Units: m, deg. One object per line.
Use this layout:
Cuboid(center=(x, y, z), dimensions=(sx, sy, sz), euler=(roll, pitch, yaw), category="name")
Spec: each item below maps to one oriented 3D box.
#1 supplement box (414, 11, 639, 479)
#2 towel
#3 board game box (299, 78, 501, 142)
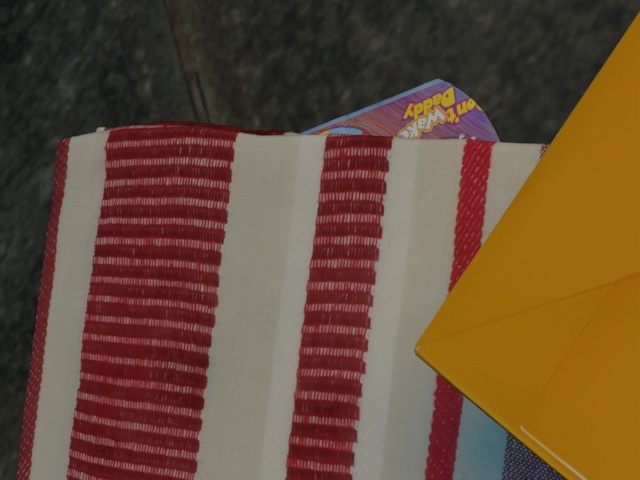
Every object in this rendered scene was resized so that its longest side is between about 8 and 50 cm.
Cuboid(center=(0.169, 0.013, 0.511), dimensions=(0.191, 0.194, 0.129), euler=(-56, 43, 4), category="supplement box")
Cuboid(center=(-0.001, 0.077, 0.724), dimensions=(0.329, 0.037, 0.237), euler=(6, 88, 45), category="towel")
Cuboid(center=(0.000, 0.000, 0.795), dimensions=(0.168, 0.033, 0.133), euler=(-19, 57, 35), category="board game box")
